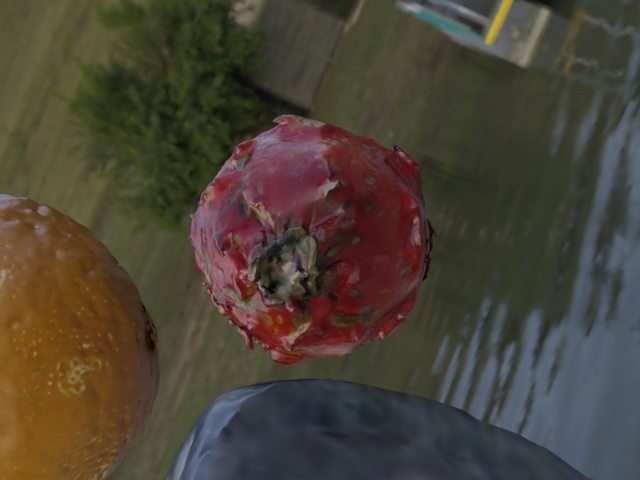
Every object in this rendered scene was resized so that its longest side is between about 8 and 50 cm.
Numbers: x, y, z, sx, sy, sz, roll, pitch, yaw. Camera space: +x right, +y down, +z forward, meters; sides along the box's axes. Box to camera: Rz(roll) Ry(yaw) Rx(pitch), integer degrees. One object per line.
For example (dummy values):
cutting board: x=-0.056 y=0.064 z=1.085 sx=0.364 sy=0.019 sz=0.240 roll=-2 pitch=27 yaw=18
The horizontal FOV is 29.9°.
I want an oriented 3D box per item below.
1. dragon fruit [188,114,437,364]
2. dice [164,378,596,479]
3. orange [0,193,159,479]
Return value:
dragon fruit: x=0.000 y=0.000 z=0.687 sx=0.111 sy=0.153 sz=0.153 roll=-124 pitch=57 yaw=-85
dice: x=0.012 y=0.170 z=0.418 sx=0.181 sy=0.182 sz=0.183 roll=-78 pitch=12 yaw=-62
orange: x=-0.338 y=0.125 z=1.200 sx=0.293 sy=0.340 sz=0.341 roll=-38 pitch=-16 yaw=-40
